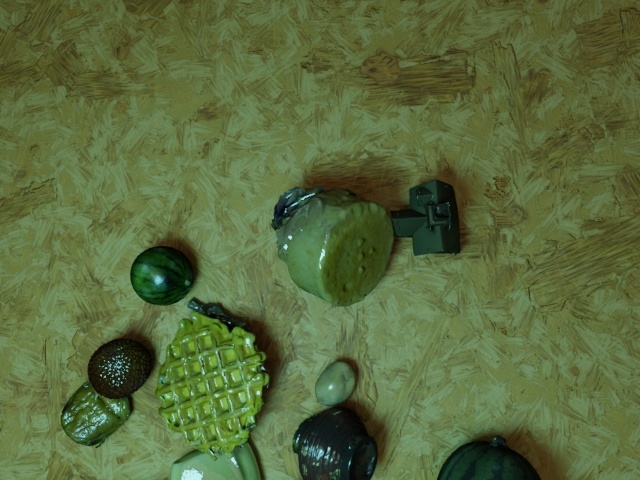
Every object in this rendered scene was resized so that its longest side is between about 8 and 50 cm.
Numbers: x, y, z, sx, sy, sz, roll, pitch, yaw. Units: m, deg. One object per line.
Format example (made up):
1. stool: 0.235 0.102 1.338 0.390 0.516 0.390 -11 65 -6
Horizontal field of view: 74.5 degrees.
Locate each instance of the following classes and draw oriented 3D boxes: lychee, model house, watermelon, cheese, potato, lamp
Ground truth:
1. lychee: -0.624 0.394 1.308 0.194 0.194 0.194 -1 82 7
2. model house: 0.312 -0.062 1.228 0.204 0.243 0.211 -5 82 6
3. watermelon: 0.440 0.690 1.094 0.278 0.279 0.359 16 80 9
4. cheese: -0.295 0.761 1.253 0.259 0.128 0.316 -24 83 1
5. watermelon: -0.489 0.113 1.332 0.214 0.188 0.188 7 83 15
6. potato: 0.042 0.431 1.267 0.112 0.112 0.147 35 81 10
7. lamp: 0.034 0.593 1.190 0.247 0.247 0.247 -1 82 7

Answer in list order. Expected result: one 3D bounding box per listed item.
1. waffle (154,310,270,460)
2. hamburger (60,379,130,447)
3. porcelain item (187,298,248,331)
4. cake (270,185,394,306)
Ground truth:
1. waffle: -0.330 0.424 1.248 0.379 0.095 0.382 21 91 23
2. hamburger: -0.720 0.546 1.335 0.183 0.130 0.206 42 87 8
3. porcelain item: -0.341 0.248 1.363 0.215 0.069 0.081 30 92 15
4. cake: 0.006 -0.002 1.254 0.321 0.332 0.332 25 85 41
